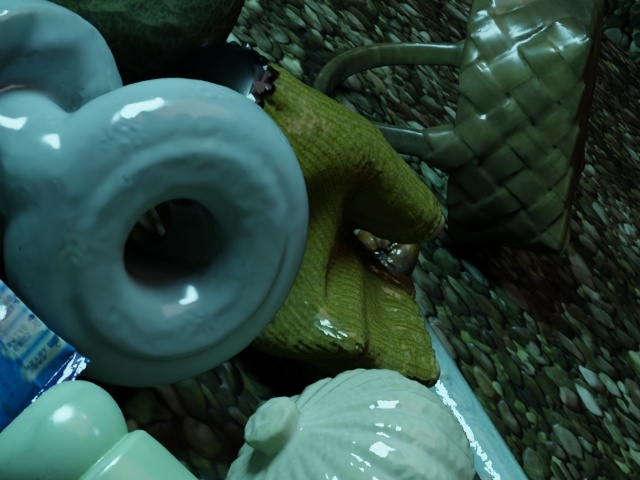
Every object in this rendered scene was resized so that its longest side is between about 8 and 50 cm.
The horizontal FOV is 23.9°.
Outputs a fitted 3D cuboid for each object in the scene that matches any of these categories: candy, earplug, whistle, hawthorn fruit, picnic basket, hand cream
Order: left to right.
[{"bbox_3d":[-0.214,0.059,0.916,0.136,0.038,0.088,44,63,-11],"label":"candy"},{"bbox_3d":[-0.161,-0.041,1.007,0.325,0.214,0.175,33,1,-8],"label":"earplug"},{"bbox_3d":[-0.071,0.215,0.875,0.306,0.093,0.147,47,61,0],"label":"hand cream"},{"bbox_3d":[0.068,0.007,1.492,0.067,0.067,0.103,46,11,0],"label":"hawthorn fruit"},{"bbox_3d":[0.107,0.144,1.329,0.062,0.062,0.312,12,41,-53],"label":"whistle"},{"bbox_3d":[0.146,-0.162,1.688,0.337,0.337,0.293,42,30,-9],"label":"picnic basket"}]

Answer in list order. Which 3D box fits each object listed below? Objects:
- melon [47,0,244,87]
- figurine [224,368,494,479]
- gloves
[{"bbox_3d":[-0.204,-0.225,1.166,0.329,0.248,0.248,7,44,-48],"label":"melon"},{"bbox_3d":[0.079,0.230,0.992,0.332,0.185,0.204,45,-12,8],"label":"figurine"},{"bbox_3d":[-0.014,-0.006,1.217,0.356,0.155,0.203,48,62,-31],"label":"gloves"}]
